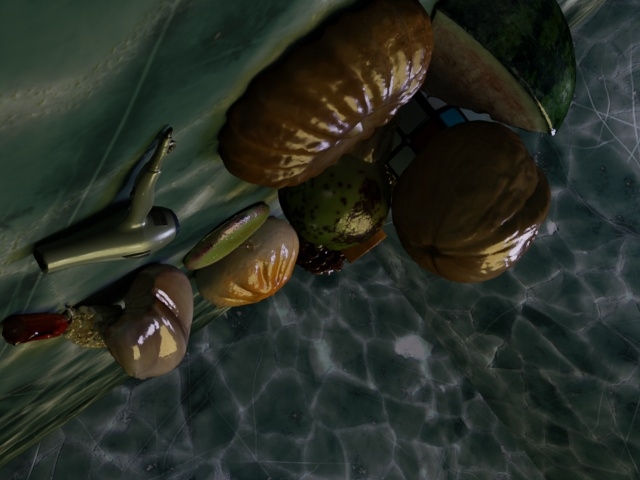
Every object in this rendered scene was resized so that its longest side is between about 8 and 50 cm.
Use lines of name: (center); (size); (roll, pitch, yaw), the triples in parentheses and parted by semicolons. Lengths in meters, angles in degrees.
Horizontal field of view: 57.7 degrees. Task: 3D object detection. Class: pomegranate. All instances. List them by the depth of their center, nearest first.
pomegranate: (0.060, -0.108, 1.066); (0.276, 0.204, 0.222); (-35, -156, 12)

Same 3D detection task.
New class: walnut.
walnut: (0.275, -0.072, 1.060); (0.313, 0.277, 0.252); (-48, -164, -33)

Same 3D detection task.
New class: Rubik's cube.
Rubik's cube: (0.231, -0.244, 1.272); (0.167, 0.180, 0.183); (-33, 176, -43)

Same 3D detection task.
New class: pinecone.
pinecone: (0.000, 0.000, 1.891); (0.221, 0.221, 0.221); (-37, 176, -3)

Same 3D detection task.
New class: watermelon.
watermelon: (0.273, -0.348, 0.978); (0.292, 0.250, 0.283); (6, -128, 29)

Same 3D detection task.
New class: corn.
corn: (-0.388, 0.156, 1.041); (0.087, 0.087, 0.211); (-37, 177, -6)

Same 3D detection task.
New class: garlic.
garlic: (-0.295, 0.157, 1.077); (0.228, 0.110, 0.217); (97, 5, -53)

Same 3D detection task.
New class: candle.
candle: (-0.406, 0.121, 0.851); (0.053, 0.048, 0.162); (-3, 176, 1)

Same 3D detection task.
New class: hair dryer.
hair dryer: (-0.230, -0.029, 0.632); (0.167, 0.067, 0.199); (-29, 162, -28)

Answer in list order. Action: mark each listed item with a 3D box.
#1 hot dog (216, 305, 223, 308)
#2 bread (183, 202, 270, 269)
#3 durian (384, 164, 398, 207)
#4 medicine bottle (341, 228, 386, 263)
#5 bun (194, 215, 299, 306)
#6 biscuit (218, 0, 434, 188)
hot dog: (-0.295, 0.135, 1.823); (0.169, 0.061, 0.078); (-58, -153, 6)
bread: (-0.199, -0.004, 1.267); (0.228, 0.034, 0.228); (-36, 177, -2)
durian: (0.157, -0.152, 1.437); (0.200, 0.177, 0.236); (-13, -158, -33)
medicine bottle: (0.038, -0.067, 1.265); (0.112, 0.222, 0.149); (-36, 177, -14)
bun: (-0.171, 0.076, 1.510); (0.299, 0.165, 0.299); (-39, 176, -3)
biscuit: (0.018, -0.175, 0.767); (0.325, 0.107, 0.326); (-34, 176, -3)
